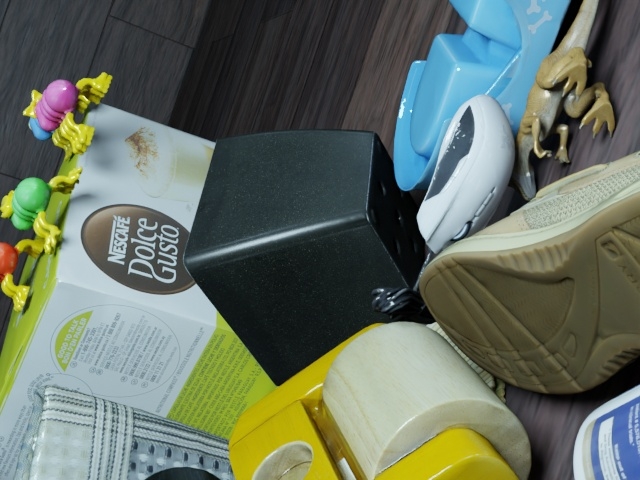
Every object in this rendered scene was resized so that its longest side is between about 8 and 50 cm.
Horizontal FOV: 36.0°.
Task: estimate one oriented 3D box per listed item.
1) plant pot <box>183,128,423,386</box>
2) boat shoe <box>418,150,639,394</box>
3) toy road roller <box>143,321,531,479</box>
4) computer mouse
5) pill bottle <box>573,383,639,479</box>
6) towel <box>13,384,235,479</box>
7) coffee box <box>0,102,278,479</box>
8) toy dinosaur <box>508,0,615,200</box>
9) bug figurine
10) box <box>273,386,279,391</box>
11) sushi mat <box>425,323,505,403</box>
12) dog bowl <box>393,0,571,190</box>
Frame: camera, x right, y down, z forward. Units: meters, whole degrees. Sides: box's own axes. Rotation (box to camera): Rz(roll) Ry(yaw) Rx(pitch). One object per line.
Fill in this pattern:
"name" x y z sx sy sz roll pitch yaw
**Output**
"plant pot" 0.000 0.000 0.951 0.166 0.187 0.188 -16 39 22
"boat shoe" 0.181 0.014 0.621 0.110 0.122 0.341 -40 6 -25
"toy road roller" 0.022 0.246 0.735 0.329 0.241 0.202 -38 25 0
"computer mouse" 0.111 -0.022 0.781 0.042 0.106 0.193 23 94 45
"pill bottle" 0.207 0.092 0.466 0.169 0.094 0.094 -48 29 50
"towel" -0.122 0.303 0.817 0.056 0.312 0.324 -31 44 39
"coffee box" -0.195 0.098 1.208 0.338 0.334 0.338 -59 23 33
"toy dinosaur" 0.190 -0.133 0.774 0.212 0.064 0.112 -67 18 12
"bug figurine" -0.308 -0.073 1.070 0.216 0.072 0.279 -32 41 57
"box" -0.047 0.219 1.042 0.232 0.058 0.087 -54 14 32
"sushi mat" 0.070 0.169 0.895 0.316 0.019 0.152 -51 26 46
"dog bowl" 0.145 -0.175 0.864 0.166 0.074 0.297 -100 25 -63
